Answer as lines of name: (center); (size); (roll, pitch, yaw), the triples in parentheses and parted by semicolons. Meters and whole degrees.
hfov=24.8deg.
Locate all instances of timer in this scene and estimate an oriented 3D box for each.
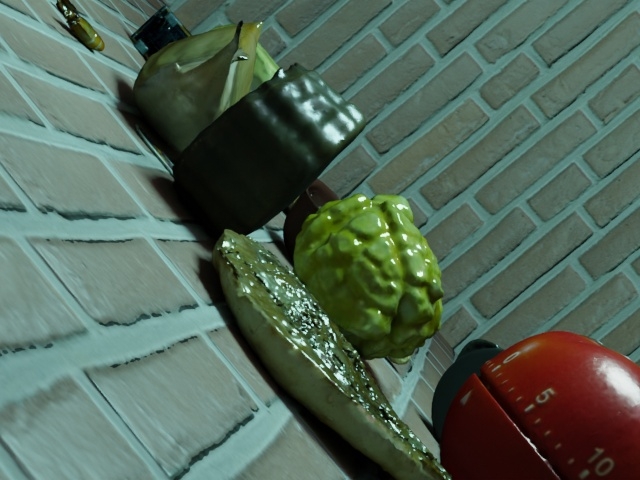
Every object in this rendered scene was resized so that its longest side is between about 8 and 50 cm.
timer: (0.312, 0.294, 1.715); (0.378, 0.279, 0.378); (49, 2, -3)

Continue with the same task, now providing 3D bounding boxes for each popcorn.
popcorn: (0.066, 0.051, 1.946); (0.256, 0.195, 0.255); (46, 16, -35)

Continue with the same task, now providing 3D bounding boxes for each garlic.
garlic: (-0.155, -0.208, 1.849); (0.151, 0.196, 0.338); (34, 8, -3)

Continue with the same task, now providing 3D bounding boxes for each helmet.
helmet: (0.000, -0.002, 2.175); (0.155, 0.106, 0.175); (47, 10, -5)

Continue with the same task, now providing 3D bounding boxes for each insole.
insole: (-0.161, -0.064, 1.756); (0.197, 0.004, 0.065); (51, 5, 6)

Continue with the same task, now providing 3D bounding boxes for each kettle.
kettle: (0.290, 0.314, 2.198); (0.203, 0.262, 0.308); (12, -12, 29)

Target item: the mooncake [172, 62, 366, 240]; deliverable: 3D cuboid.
mooncake: (-0.061, -0.102, 1.665); (0.124, 0.228, 0.228); (47, 4, 2)

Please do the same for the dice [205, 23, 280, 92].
dice: (-0.130, -0.213, 2.217); (0.169, 0.169, 0.166); (51, 4, 19)

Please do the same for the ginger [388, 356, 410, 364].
ginger: (0.078, 0.110, 2.360); (0.193, 0.052, 0.176); (48, 10, -7)

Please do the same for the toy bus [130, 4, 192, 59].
toy bus: (-0.234, -0.300, 2.449); (0.182, 0.091, 0.103); (52, 5, 40)

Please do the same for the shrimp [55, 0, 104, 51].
shrimp: (-0.322, -0.290, 1.901); (0.091, 0.025, 0.127); (51, 0, 10)

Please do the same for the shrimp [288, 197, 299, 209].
shrimp: (-0.024, -0.051, 2.625); (0.168, 0.077, 0.317); (32, 11, -42)

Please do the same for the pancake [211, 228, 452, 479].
pancake: (0.003, 0.122, 1.486); (0.356, 0.065, 0.356); (51, 4, -5)
